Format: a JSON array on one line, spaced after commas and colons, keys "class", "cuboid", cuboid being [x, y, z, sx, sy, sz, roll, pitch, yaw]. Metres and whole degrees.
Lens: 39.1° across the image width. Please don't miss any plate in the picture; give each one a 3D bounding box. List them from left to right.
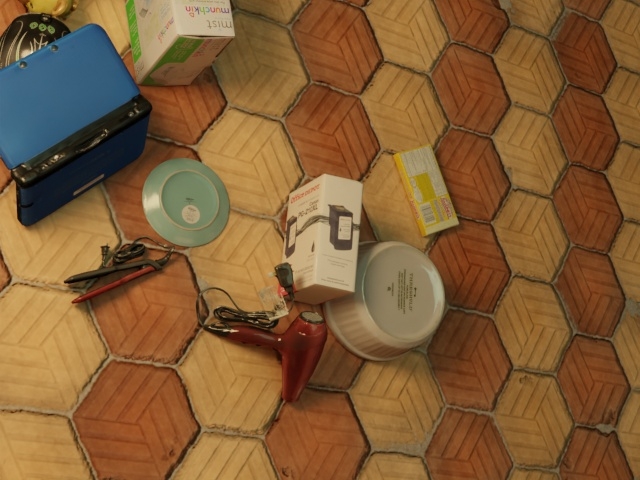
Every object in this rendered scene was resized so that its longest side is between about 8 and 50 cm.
[{"class": "plate", "cuboid": [-0.268, -0.080, 1.832, 0.188, 0.024, 0.188, 8, 74, -28]}]

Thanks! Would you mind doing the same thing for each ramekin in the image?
[{"class": "ramekin", "cuboid": [0.147, 0.123, 1.953, 0.273, 0.127, 0.272, 7, 74, -27]}]

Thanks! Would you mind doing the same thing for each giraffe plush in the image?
[{"class": "giraffe plush", "cuboid": [-0.519, -0.499, 1.719, 0.210, 0.181, 0.170, 19, 80, -6]}]

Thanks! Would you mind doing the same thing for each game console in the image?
[{"class": "game console", "cuboid": [-0.474, -0.208, 1.648, 0.173, 0.250, 0.293, 46, 59, 10]}]

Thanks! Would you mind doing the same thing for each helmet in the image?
[{"class": "helmet", "cuboid": [-0.529, -0.319, 1.671, 0.170, 0.169, 0.161, 16, 57, -25]}]

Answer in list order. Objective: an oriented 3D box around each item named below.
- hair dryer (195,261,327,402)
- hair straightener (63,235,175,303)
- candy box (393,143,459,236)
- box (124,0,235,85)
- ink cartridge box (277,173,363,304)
[{"class": "hair dryer", "cuboid": [-0.097, 0.192, 1.816, 0.293, 0.224, 0.080, 64, 16, -11]}, {"class": "hair straightener", "cuboid": [-0.384, 0.041, 1.724, 0.231, 0.047, 0.089, -23, 90, -31]}, {"class": "candy box", "cuboid": [0.249, -0.119, 2.128, 0.105, 0.027, 0.205, -18, 87, -34]}, {"class": "box", "cuboid": [-0.283, -0.456, 1.778, 0.127, 0.262, 0.231, -5, 81, -29]}, {"class": "ink cartridge box", "cuboid": [0.000, 0.000, 1.875, 0.100, 0.172, 0.237, 14, 71, -26]}]
